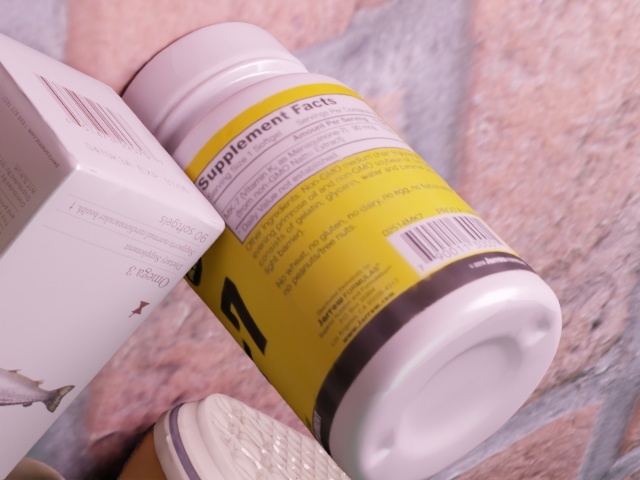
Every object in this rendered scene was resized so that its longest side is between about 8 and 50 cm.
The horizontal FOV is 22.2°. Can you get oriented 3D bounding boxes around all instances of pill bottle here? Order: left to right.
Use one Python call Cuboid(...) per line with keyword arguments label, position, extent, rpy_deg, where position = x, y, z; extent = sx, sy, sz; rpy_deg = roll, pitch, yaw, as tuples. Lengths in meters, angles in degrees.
Cuboid(label="pill bottle", position=(0.000, 0.000, 0.736), extent=(0.119, 0.208, 0.119), rpy_deg=(-28, 146, -21))

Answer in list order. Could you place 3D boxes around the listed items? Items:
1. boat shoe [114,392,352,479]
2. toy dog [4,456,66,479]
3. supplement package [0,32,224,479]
Cuboid(label="boat shoe", position=(0.002, 0.248, 1.088), extent=(0.156, 0.187, 0.500), rpy_deg=(-40, 144, 8))
Cuboid(label="toy dog", position=(-0.249, 0.374, 0.815), extent=(0.395, 0.284, 0.408), rpy_deg=(-12, 126, -16))
Cuboid(label="supplement package", position=(-0.150, 0.015, 0.691), extent=(0.179, 0.105, 0.105), rpy_deg=(-48, 149, 12))
